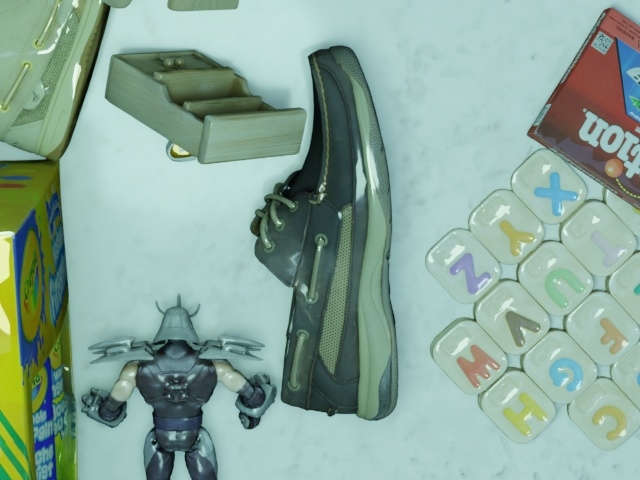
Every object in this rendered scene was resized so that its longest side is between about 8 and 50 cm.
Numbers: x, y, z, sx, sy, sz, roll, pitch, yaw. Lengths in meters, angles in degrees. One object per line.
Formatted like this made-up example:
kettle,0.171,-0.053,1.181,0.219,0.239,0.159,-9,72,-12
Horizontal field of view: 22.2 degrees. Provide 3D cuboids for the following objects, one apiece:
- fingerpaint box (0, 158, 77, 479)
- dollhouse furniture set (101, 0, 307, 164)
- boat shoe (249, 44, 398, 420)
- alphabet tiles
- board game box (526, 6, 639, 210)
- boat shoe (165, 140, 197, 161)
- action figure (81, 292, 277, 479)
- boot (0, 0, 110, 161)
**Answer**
fingerpaint box,-0.293,0.140,1.350,0.163,0.445,0.371,-3,99,-5
dollhouse furniture set,-0.086,-0.210,1.404,0.212,0.161,0.242,-9,121,-41
boat shoe,0.000,0.000,1.506,0.130,0.132,0.355,-4,99,-1
alphabet tiles,0.251,0.061,1.588,0.284,0.021,0.278,-43,100,3
board game box,0.351,-0.085,1.557,0.281,0.027,0.145,32,87,-8
boat shoe,-0.098,-0.096,1.531,0.100,0.035,0.035,-15,100,-1
action figure,-0.136,0.190,1.546,0.185,0.099,0.285,0,96,7
boot,-0.294,-0.221,1.471,0.203,0.095,0.262,16,102,-6
